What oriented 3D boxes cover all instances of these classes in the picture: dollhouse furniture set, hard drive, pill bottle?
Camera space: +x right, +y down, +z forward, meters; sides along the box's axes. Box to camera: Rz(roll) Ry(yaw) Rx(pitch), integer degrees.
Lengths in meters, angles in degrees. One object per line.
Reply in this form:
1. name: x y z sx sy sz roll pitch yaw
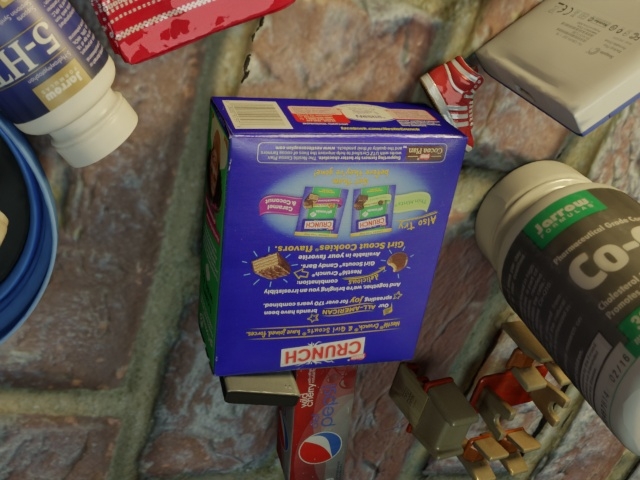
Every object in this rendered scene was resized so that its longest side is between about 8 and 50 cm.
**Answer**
1. dollhouse furniture set: 0.257 0.244 1.063 0.259 0.135 0.262 -2 123 -30
2. hard drive: -0.088 0.157 0.868 0.094 0.135 0.022 9 117 -23
3. pill bottle: 0.339 0.058 0.802 0.204 0.361 0.204 -8 124 -13
4. pill bottle: -0.259 -0.164 0.623 0.112 0.112 0.187 -32 125 4
5. hard drive: 0.343 -0.251 0.698 0.318 0.210 0.040 -36 124 6

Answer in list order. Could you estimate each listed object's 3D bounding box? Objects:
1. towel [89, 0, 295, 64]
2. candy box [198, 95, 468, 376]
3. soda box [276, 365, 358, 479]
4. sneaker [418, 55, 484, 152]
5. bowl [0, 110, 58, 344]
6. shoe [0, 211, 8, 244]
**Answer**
1. towel: -0.139 -0.305 0.597 0.199 0.031 0.275 -21 135 -5
2. candy box: 0.000 0.000 0.805 0.268 0.122 0.317 -2 121 -18
3. soda box: -0.009 0.239 0.976 0.092 0.083 0.263 -5 122 -16
4. sneaker: 0.172 -0.163 0.803 0.067 0.042 0.118 -33 123 9
5. bowl: -0.467 -0.024 0.667 0.391 0.077 0.391 -8 123 -12
6. shoe: -0.371 -0.064 0.598 0.076 0.058 0.219 -16 127 31
